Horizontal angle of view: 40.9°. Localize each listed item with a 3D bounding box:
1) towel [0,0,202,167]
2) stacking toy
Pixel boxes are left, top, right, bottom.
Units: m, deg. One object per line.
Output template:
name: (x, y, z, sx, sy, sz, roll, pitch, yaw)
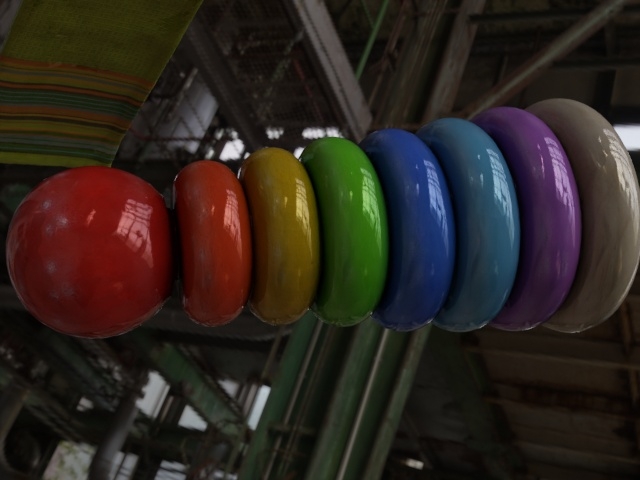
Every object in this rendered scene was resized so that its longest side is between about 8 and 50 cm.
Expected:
towel: (-0.124, -0.120, 0.492, 0.102, 0.021, 0.237, -3, -32, -41)
stacking toy: (0.000, 0.000, 0.479, 0.330, 0.141, 0.141, -6, -28, -14)
